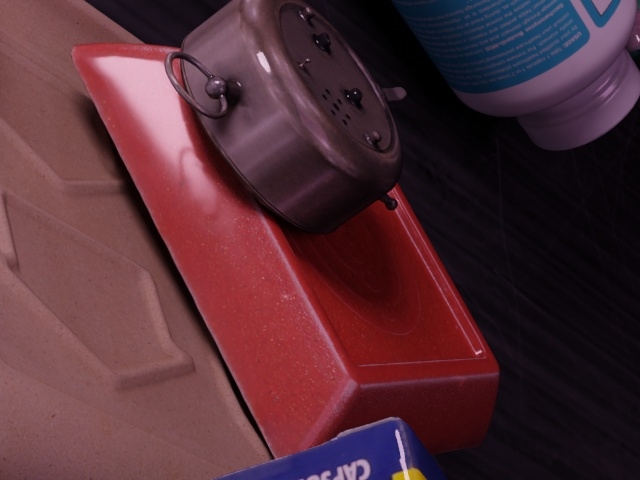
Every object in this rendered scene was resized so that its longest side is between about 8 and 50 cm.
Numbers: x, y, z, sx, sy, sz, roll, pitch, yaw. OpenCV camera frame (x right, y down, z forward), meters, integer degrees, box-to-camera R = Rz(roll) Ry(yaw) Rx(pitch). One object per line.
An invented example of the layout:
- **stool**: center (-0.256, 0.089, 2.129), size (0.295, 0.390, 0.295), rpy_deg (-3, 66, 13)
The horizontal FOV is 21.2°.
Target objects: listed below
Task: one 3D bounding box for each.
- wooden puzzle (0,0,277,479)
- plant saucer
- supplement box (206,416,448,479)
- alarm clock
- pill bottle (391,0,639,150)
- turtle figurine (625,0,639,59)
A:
- **wooden puzzle**: center (-0.099, 0.031, 0.882), size (0.322, 0.080, 0.348), rpy_deg (33, 31, -44)
- **plant saucer**: center (0.000, 0.000, 0.959), size (0.259, 0.047, 0.258), rpy_deg (4, 55, -62)
- **supplement box**: center (0.002, 0.283, 0.647), size (0.195, 0.194, 0.357), rpy_deg (56, 19, -54)
- **alarm clock**: center (-0.020, -0.072, 0.879), size (0.192, 0.064, 0.129), rpy_deg (2, 57, -60)
- **pill bottle**: center (0.120, -0.186, 1.166), size (0.264, 0.146, 0.146), rpy_deg (53, 50, -29)
- **turtle figurine**: center (0.220, -0.258, 1.251), size (0.118, 0.175, 0.234), rpy_deg (-17, 81, -5)
